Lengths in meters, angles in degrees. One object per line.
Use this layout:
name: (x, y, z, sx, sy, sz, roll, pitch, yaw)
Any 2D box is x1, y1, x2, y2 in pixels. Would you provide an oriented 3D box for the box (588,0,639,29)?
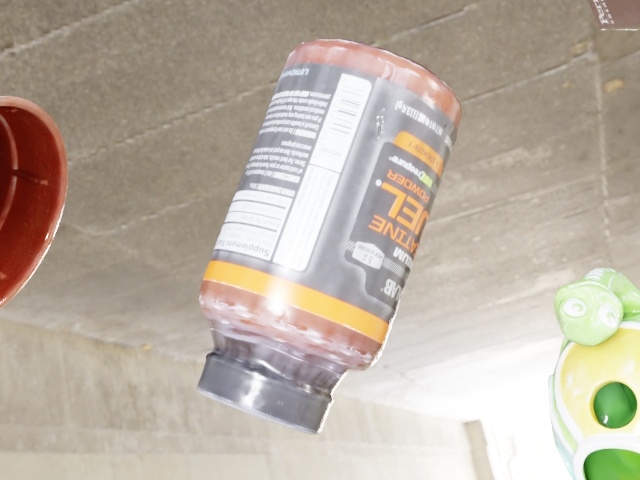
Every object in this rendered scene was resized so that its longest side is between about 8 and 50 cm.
box: (0.400, -0.333, 0.927, 0.143, 0.191, 0.381, -29, -165, -1)

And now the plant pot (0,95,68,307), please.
plant pot: (-0.480, -0.071, 1.006, 0.265, 0.272, 0.272, 21, 170, 17)

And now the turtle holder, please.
turtle holder: (0.387, 0.187, 1.048, 0.244, 0.227, 0.320, 15, 129, 23)

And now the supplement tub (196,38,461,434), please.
supplement tub: (0.000, 0.000, 0.483, 0.106, 0.197, 0.106, 19, 172, 3)
